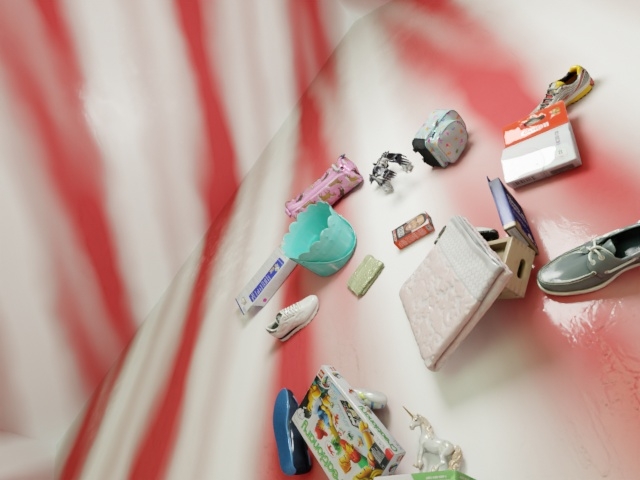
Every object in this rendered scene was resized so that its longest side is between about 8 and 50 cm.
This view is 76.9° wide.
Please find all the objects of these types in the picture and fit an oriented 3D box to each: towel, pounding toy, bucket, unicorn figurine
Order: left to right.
[{"bbox_3d":[0.000,0.000,1.637,0.281,0.183,0.281,-34,35,28],"label":"bucket"},{"bbox_3d":[0.158,0.123,1.443,0.148,0.027,0.110,-52,31,-2],"label":"towel"},{"bbox_3d":[0.250,0.468,0.917,0.162,0.060,0.111,9,62,39],"label":"unicorn figurine"},{"bbox_3d":[0.325,0.119,1.055,0.316,0.054,0.331,-62,12,22],"label":"towel"},{"bbox_3d":[0.425,0.106,1.042,0.181,0.094,0.206,-65,16,-20],"label":"pounding toy"}]

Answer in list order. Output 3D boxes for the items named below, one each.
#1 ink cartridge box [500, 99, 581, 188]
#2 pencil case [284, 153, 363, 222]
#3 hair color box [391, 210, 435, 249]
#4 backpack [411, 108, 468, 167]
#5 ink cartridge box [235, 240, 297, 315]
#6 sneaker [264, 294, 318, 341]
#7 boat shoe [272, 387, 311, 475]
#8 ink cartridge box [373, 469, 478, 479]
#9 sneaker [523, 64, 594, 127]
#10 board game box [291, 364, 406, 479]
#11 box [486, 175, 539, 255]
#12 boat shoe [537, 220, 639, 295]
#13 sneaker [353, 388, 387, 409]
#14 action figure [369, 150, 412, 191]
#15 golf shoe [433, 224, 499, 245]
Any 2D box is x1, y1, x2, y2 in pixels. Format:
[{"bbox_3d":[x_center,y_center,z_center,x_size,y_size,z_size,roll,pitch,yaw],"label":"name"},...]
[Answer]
[{"bbox_3d":[0.624,-0.286,1.175,0.189,0.066,0.232,-21,61,42],"label":"ink cartridge box"},{"bbox_3d":[0.011,-0.226,1.885,0.386,0.167,0.160,-38,33,22],"label":"pencil case"},{"bbox_3d":[0.315,-0.035,1.385,0.141,0.043,0.072,-34,33,26],"label":"hair color box"},{"bbox_3d":[0.445,-0.379,1.464,0.144,0.166,0.188,14,72,55],"label":"backpack"},{"bbox_3d":[-0.247,0.180,1.894,0.371,0.069,0.176,-49,30,-2],"label":"ink cartridge box"},{"bbox_3d":[-0.106,0.290,1.552,0.235,0.095,0.090,-45,29,8],"label":"sneaker"},{"bbox_3d":[-0.087,0.579,1.221,0.109,0.089,0.258,-49,32,30],"label":"boat shoe"},{"bbox_3d":[0.209,0.603,0.753,0.201,0.117,0.278,-29,37,33],"label":"ink cartridge box"},{"bbox_3d":[0.714,-0.437,1.236,0.225,0.093,0.088,-46,31,12],"label":"sneaker"},{"bbox_3d":[0.057,0.495,1.032,0.305,0.053,0.192,39,106,47],"label":"board game box"},{"bbox_3d":[0.507,-0.076,1.074,0.037,0.136,0.225,-32,35,32],"label":"box"},{"bbox_3d":[0.615,0.019,0.861,0.320,0.099,0.116,-29,37,33],"label":"boat shoe"},{"bbox_3d":[0.084,0.476,1.120,0.240,0.091,0.126,-15,64,45],"label":"sneaker"},{"bbox_3d":[0.276,-0.281,1.626,0.164,0.141,0.275,-56,3,7],"label":"action figure"},{"bbox_3d":[0.429,-0.027,1.189,0.198,0.077,0.093,-10,49,48],"label":"golf shoe"}]
